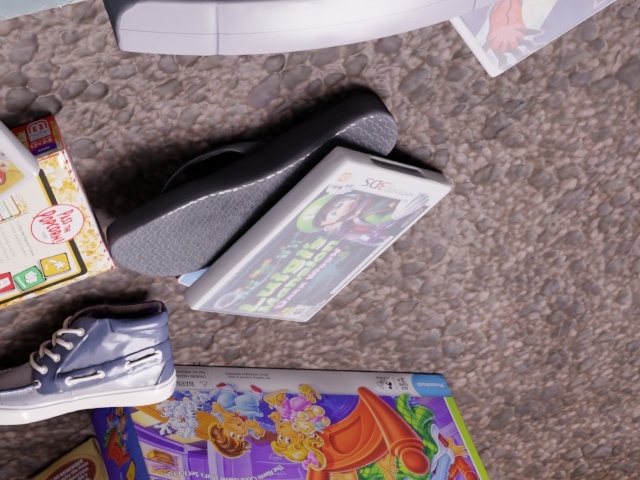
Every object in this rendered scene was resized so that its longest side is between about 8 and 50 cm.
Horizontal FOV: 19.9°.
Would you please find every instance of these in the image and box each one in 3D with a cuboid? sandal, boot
[{"bbox_3d":[-0.058,-0.047,1.483,0.254,0.054,0.097,-27,147,-10],"label":"sandal"},{"bbox_3d":[-0.220,0.100,1.561,0.190,0.069,0.086,-8,116,-12],"label":"boot"}]

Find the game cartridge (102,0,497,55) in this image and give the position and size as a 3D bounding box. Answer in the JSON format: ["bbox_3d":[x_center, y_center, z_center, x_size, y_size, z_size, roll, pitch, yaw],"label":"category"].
[{"bbox_3d":[-0.006,-0.213,1.208,0.297,0.198,0.062,-12,138,-13],"label":"game cartridge"}]

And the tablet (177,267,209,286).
[{"bbox_3d":[-0.079,0.015,1.566,0.054,0.006,0.083,23,121,-39],"label":"tablet"}]

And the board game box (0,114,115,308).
[{"bbox_3d":[-0.274,-0.004,1.426,0.193,0.045,0.147,-19,139,-4],"label":"board game box"}]

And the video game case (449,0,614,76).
[{"bbox_3d":[0.166,-0.233,1.397,0.183,0.023,0.201,-32,139,11],"label":"video game case"}]

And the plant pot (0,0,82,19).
[{"bbox_3d":[-0.217,-0.282,1.017,0.247,0.248,0.252,-14,123,-9],"label":"plant pot"}]

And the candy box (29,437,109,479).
[{"bbox_3d":[-0.149,0.352,1.656,0.087,0.316,0.183,-33,139,11],"label":"candy box"}]

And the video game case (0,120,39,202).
[{"bbox_3d":[-0.354,-0.059,1.305,0.227,0.026,0.206,-34,121,12],"label":"video game case"}]

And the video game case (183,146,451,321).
[{"bbox_3d":[0.000,0.000,1.534,0.190,0.022,0.173,-43,154,22],"label":"video game case"}]

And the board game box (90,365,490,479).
[{"bbox_3d":[-0.011,0.227,1.651,0.347,0.233,0.078,4,133,-28],"label":"board game box"}]
